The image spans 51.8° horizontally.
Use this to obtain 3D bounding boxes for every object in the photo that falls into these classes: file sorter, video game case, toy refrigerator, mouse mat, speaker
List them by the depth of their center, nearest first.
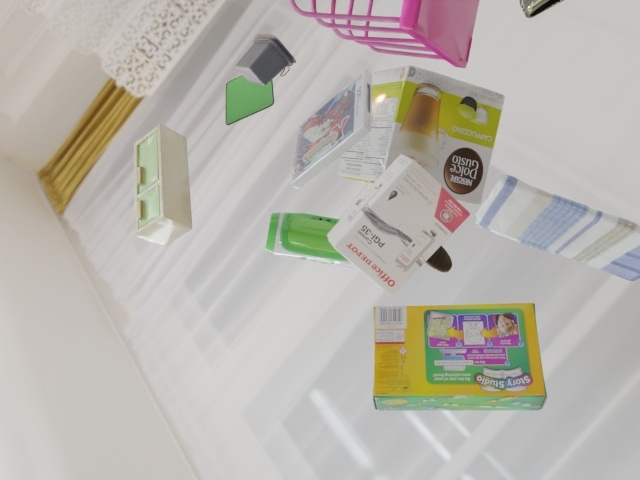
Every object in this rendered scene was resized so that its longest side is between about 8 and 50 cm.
[{"bbox_3d":[0.102,-0.369,0.900,0.182,0.202,0.290,13,-170,23],"label":"file sorter"},{"bbox_3d":[0.021,-0.215,1.265,0.023,0.201,0.183,33,-140,-27],"label":"video game case"},{"bbox_3d":[-0.376,-0.134,1.551,0.094,0.102,0.269,27,-136,-47],"label":"toy refrigerator"},{"bbox_3d":[-0.197,-0.406,1.820,0.007,0.152,0.190,52,-155,-46],"label":"mouse mat"},{"bbox_3d":[0.000,0.000,1.844,0.296,0.131,0.131,10,-173,-4],"label":"speaker"}]

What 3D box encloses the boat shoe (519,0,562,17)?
[{"bbox_3d":[0.562,-0.564,1.384,0.109,0.305,0.091,-22,-83,-51],"label":"boat shoe"}]

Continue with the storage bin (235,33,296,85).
[{"bbox_3d":[-0.128,-0.400,1.496,0.098,0.091,0.135,45,174,-30],"label":"storage bin"}]

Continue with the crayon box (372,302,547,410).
[{"bbox_3d":[0.229,0.198,1.121,0.081,0.278,0.165,74,-164,-58],"label":"crayon box"}]

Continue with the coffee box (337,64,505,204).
[{"bbox_3d":[0.292,-0.309,1.992,0.337,0.334,0.338,11,-176,-22],"label":"coffee box"}]

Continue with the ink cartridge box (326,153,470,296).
[{"bbox_3d":[0.187,-0.035,1.608,0.207,0.283,0.117,41,-174,-16],"label":"ink cartridge box"}]

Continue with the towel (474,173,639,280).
[{"bbox_3d":[0.390,-0.017,1.023,0.285,0.034,0.209,20,166,9],"label":"towel"}]

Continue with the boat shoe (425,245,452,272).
[{"bbox_3d":[0.277,0.020,1.805,0.190,0.068,0.072,42,166,2],"label":"boat shoe"}]
